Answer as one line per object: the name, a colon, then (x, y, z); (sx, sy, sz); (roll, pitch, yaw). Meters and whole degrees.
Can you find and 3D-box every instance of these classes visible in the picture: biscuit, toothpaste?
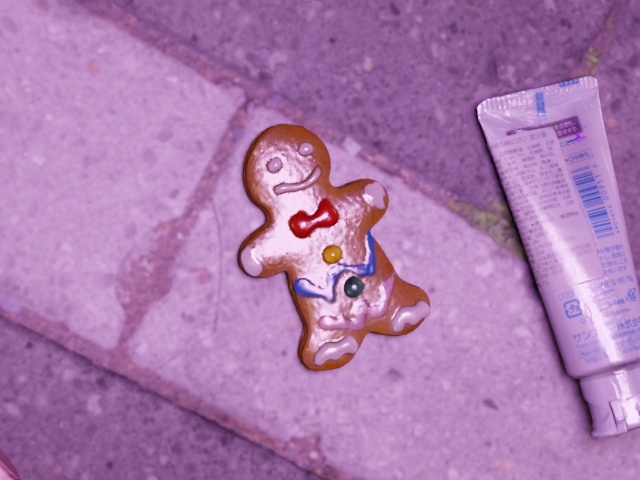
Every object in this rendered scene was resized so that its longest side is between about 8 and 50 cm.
biscuit: (0.000, 0.000, 1.148); (0.138, 0.031, 0.205); (-24, 93, -11)
toothpaste: (0.221, 0.014, 1.182); (0.114, 0.073, 0.299); (-13, 85, -12)

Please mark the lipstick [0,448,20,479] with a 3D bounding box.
lipstick: (-0.378, 0.250, 1.030); (0.327, 0.087, 0.087); (-39, 97, -10)
